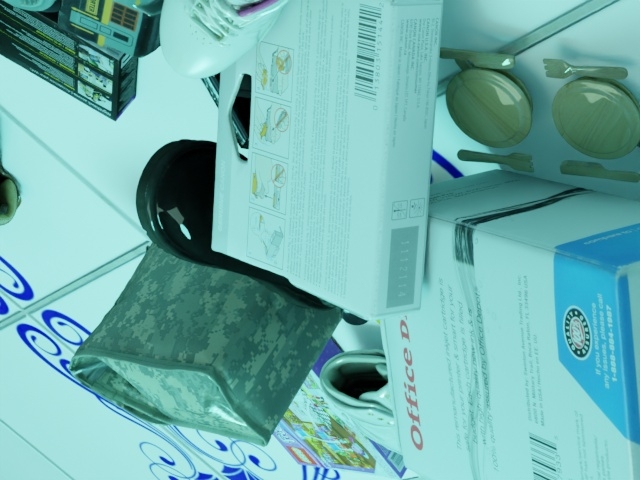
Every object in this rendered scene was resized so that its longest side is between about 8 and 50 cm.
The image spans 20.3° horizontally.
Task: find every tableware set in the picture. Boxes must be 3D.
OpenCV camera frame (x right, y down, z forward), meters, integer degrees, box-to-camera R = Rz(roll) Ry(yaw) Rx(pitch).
[{"bbox_3d":[0.208,-0.123,1.639,0.194,0.039,0.128,9,132,29],"label":"tableware set"}]

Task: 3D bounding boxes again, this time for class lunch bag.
[{"bbox_3d":[-0.141,0.099,2.145,0.287,0.235,0.169,7,144,41],"label":"lunch bag"}]

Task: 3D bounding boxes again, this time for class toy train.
[{"bbox_3d":[-0.208,-0.309,1.704,0.190,0.142,0.334,22,150,-3],"label":"toy train"}]

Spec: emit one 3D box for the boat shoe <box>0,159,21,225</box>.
[{"bbox_3d":[-0.467,-0.052,2.390,0.123,0.123,0.342,30,146,12],"label":"boat shoe"}]

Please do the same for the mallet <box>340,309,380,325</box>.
[{"bbox_3d":[0.090,0.102,2.123,0.039,0.062,0.189,-29,133,29],"label":"mallet"}]

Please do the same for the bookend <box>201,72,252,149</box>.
[{"bbox_3d":[-0.035,-0.162,1.799,0.157,0.072,0.156,11,144,37],"label":"bookend"}]

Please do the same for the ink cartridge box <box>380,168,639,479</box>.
[{"bbox_3d":[0.222,0.107,1.625,0.395,0.166,0.286,20,120,59],"label":"ink cartridge box"}]

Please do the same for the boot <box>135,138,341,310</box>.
[{"bbox_3d":[0.002,-0.004,1.887,0.260,0.131,0.348,10,170,46],"label":"boot"}]

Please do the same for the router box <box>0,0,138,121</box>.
[{"bbox_3d":[-0.290,-0.224,2.004,0.179,0.046,0.133,31,152,7],"label":"router box"}]

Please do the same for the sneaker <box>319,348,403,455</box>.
[{"bbox_3d":[0.130,0.220,2.148,0.292,0.108,0.169,16,163,33],"label":"sneaker"}]

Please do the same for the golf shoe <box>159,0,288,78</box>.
[{"bbox_3d":[-0.075,-0.236,1.581,0.115,0.140,0.306,35,134,-5],"label":"golf shoe"}]

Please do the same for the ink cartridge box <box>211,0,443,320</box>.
[{"bbox_3d":[0.001,-0.102,1.690,0.261,0.066,0.296,23,114,50],"label":"ink cartridge box"}]

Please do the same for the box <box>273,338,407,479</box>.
[{"bbox_3d":[-0.024,0.197,2.364,0.201,0.057,0.293,1,138,45],"label":"box"}]
